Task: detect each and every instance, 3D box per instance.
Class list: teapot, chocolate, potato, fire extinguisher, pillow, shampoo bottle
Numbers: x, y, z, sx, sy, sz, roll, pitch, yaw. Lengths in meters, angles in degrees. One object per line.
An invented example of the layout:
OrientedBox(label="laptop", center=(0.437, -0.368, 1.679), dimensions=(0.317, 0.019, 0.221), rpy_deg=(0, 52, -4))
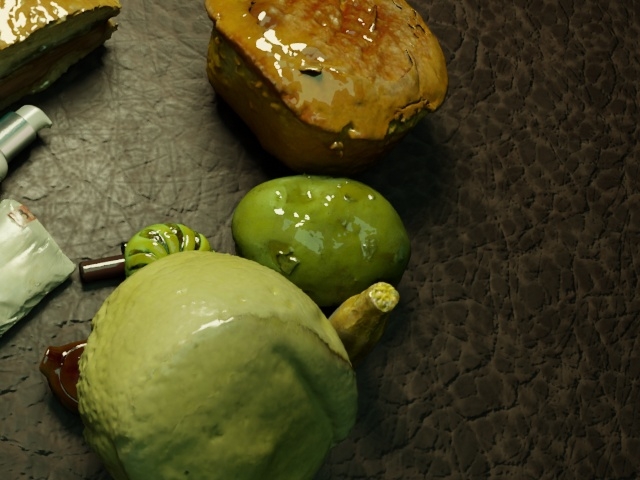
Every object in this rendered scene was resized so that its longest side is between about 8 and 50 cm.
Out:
OrientedBox(label="teapot", center=(-0.278, 0.166, 0.952), dimensions=(0.129, 0.078, 0.098), rpy_deg=(23, 63, -9))
OrientedBox(label="chocolate", center=(0.049, 0.113, 1.011), dimensions=(0.086, 0.219, 0.085), rpy_deg=(7, 65, -14))
OrientedBox(label="potato", center=(0.000, 0.000, 1.077), dimensions=(0.253, 0.148, 0.186), rpy_deg=(22, 67, -13))
OrientedBox(label="fire extinguisher", center=(-0.240, 0.021, 1.054), dimensions=(0.173, 0.035, 0.049), rpy_deg=(-10, 35, -23))
OrientedBox(label="pillow", center=(-0.425, 0.061, 0.958), dimensions=(0.128, 0.051, 0.229), rpy_deg=(46, 63, -6))
OrientedBox(label="shampoo bottle", center=(-0.437, -0.109, 1.008), dimensions=(0.074, 0.074, 0.192), rpy_deg=(38, 62, -2))

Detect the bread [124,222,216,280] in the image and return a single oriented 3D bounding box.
OrientedBox(label="bread", center=(-0.195, 0.048, 1.011), dimensions=(0.130, 0.071, 0.139), rpy_deg=(17, 92, -27))

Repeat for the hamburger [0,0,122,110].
OrientedBox(label="hamburger", center=(-0.453, -0.297, 1.031), dimensions=(0.330, 0.162, 0.209), rpy_deg=(-42, 88, -24))

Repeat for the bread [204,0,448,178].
OrientedBox(label="bread", center=(-0.006, -0.264, 1.138), dimensions=(0.337, 0.204, 0.358), rpy_deg=(-26, 71, -41))

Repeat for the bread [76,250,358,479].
OrientedBox(label="bread", center=(-0.120, 0.168, 0.900), dimensions=(0.321, 0.237, 0.320), rpy_deg=(-8, 104, -32))
